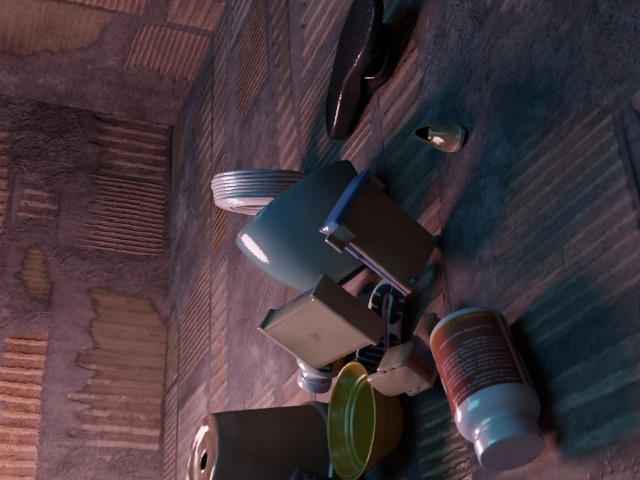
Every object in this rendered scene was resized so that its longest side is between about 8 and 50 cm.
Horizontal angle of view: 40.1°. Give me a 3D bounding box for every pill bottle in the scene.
[{"bbox_3d":[0.237,0.209,1.242,0.216,0.121,0.121,-103,29,-45],"label":"pill bottle"},{"bbox_3d":[0.008,0.228,1.864,0.103,0.103,0.184,-127,48,-62],"label":"pill bottle"}]

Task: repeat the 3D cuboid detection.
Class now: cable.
[{"bbox_3d":[-0.143,-0.118,2.179,0.257,0.257,0.089,166,106,-67],"label":"cable"}]

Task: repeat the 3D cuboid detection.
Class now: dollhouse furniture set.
[{"bbox_3d":[0.088,0.080,1.553,0.198,0.286,0.303,-34,21,53],"label":"dollhouse furniture set"}]

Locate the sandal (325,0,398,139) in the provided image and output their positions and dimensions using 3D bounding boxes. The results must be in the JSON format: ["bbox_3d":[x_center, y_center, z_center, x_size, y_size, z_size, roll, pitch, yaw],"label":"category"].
[{"bbox_3d":[0.096,-0.383,1.903,0.446,0.107,0.167,111,158,-62],"label":"sandal"}]

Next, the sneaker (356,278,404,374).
[{"bbox_3d":[0.120,0.164,1.654,0.094,0.081,0.208,-75,-2,-70],"label":"sneaker"}]

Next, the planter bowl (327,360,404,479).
[{"bbox_3d":[0.093,0.335,1.617,0.217,0.090,0.217,-172,90,-69],"label":"planter bowl"}]

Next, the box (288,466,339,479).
[{"bbox_3d":[-0.001,0.531,1.622,0.059,0.183,0.232,-81,13,-53],"label":"box"}]

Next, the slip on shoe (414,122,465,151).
[{"bbox_3d":[0.213,-0.189,1.571,0.135,0.041,0.051,-143,63,-67],"label":"slip on shoe"}]

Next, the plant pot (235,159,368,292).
[{"bbox_3d":[0.000,0.000,1.801,0.195,0.290,0.290,54,147,8],"label":"plant pot"}]

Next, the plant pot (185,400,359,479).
[{"bbox_3d":[-0.114,0.473,1.795,0.323,0.280,0.323,-45,37,50],"label":"plant pot"}]
